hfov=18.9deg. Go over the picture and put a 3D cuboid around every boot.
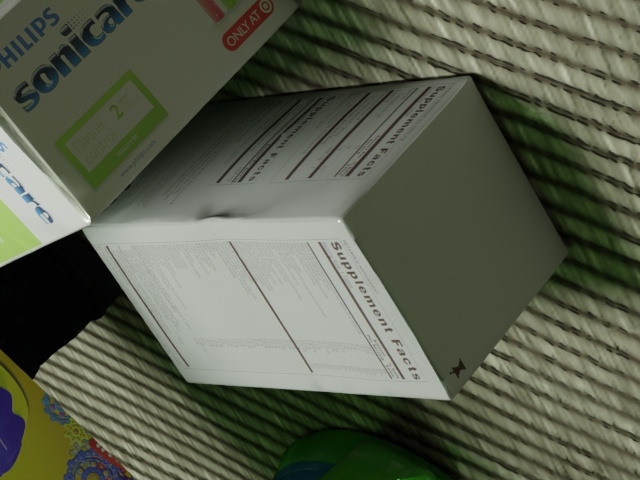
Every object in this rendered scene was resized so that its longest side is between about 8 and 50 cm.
[{"bbox_3d":[-0.299,0.030,1.454,0.246,0.207,0.094,45,148,-5],"label":"boot"}]

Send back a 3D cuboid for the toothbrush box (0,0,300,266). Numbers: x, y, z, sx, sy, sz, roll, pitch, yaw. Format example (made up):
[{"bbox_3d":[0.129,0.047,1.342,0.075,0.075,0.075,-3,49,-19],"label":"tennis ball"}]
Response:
[{"bbox_3d":[-0.177,-0.087,1.181,0.122,0.206,0.283,48,147,-13],"label":"toothbrush box"}]

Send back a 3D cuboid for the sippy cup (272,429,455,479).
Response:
[{"bbox_3d":[0.010,0.298,1.432,0.240,0.224,0.305,-5,126,49],"label":"sippy cup"}]

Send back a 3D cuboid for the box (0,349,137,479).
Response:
[{"bbox_3d":[-0.324,0.149,1.266,0.290,0.177,0.279,46,147,-14],"label":"box"}]

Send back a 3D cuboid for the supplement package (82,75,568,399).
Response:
[{"bbox_3d":[0.000,0.000,1.164,0.244,0.134,0.139,-1,129,48],"label":"supplement package"}]
